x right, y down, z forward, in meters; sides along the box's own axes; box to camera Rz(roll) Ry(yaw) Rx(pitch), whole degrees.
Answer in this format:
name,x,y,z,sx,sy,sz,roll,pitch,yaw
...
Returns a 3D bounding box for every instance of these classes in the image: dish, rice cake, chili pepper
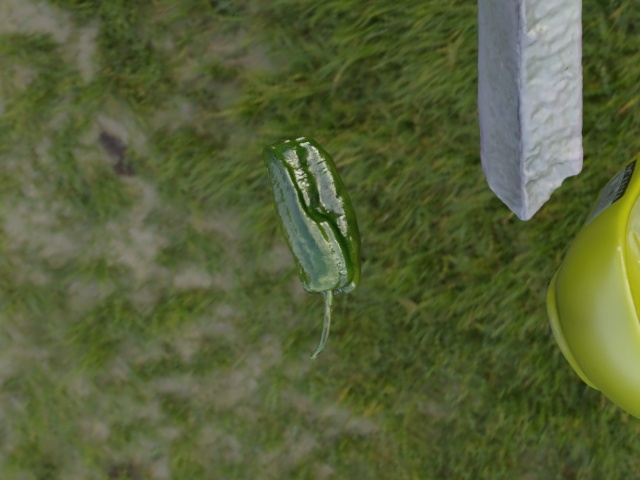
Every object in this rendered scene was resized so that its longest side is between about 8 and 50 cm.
name,x,y,z,sx,sy,sz,roll,pitch,yaw
dish,0.272,0.043,1.122,0.108,0.262,0.221,-17,121,36
rice cake,0.130,-0.182,0.820,0.073,0.056,0.365,-133,30,-53
chili pepper,0.002,0.000,1.203,0.072,0.073,0.204,-15,83,-11
